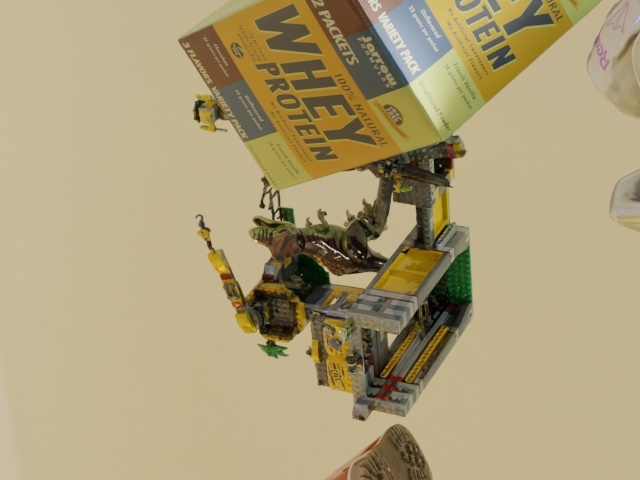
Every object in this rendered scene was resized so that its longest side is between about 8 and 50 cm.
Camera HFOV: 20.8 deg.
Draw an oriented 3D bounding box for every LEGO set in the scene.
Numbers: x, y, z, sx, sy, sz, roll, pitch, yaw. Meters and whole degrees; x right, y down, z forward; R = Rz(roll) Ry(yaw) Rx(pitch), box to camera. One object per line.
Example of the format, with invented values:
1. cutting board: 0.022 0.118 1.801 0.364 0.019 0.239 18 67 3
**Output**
1. LEGO set: 0.000 0.000 1.478 0.255 0.192 0.331 16 -54 19

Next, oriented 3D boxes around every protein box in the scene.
1. protein box: 0.049 -0.157 1.230 0.201 0.200 0.136 -14 -67 55

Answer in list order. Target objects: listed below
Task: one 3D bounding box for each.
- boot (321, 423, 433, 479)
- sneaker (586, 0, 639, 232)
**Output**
1. boot: 0.035 0.196 1.415 0.085 0.158 0.059 -31 -98 24
2. sneaker: 0.202 -0.113 0.790 0.152 0.114 0.305 9 -57 8
